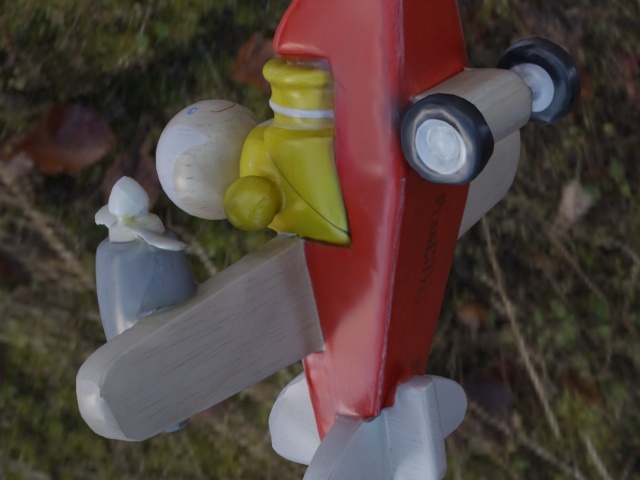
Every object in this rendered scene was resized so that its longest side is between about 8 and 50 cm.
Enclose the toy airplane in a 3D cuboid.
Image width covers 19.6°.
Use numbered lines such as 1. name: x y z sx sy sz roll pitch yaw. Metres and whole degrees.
1. toy airplane: 0.000 0.000 1.302 0.272 0.386 0.384 27 82 24
